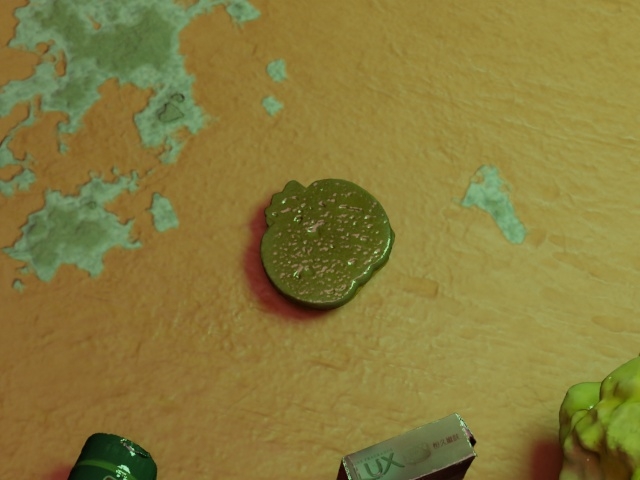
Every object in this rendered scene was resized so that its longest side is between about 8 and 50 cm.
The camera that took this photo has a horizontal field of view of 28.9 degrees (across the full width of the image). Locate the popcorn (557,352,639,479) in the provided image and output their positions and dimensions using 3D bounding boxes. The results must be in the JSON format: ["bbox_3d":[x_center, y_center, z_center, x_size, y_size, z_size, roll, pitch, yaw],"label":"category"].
[{"bbox_3d":[0.428,0.293,1.300,0.390,0.354,0.344,24,52,5],"label":"popcorn"}]

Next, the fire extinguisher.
[{"bbox_3d":[-0.261,0.344,1.299,0.093,0.118,0.294,-12,38,31],"label":"fire extinguisher"}]

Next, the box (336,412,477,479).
[{"bbox_3d":[0.096,0.258,1.405,0.156,0.111,0.060,-18,66,-12],"label":"box"}]

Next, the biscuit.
[{"bbox_3d":[0.000,0.002,1.521,0.170,0.050,0.170,-1,67,3],"label":"biscuit"}]
